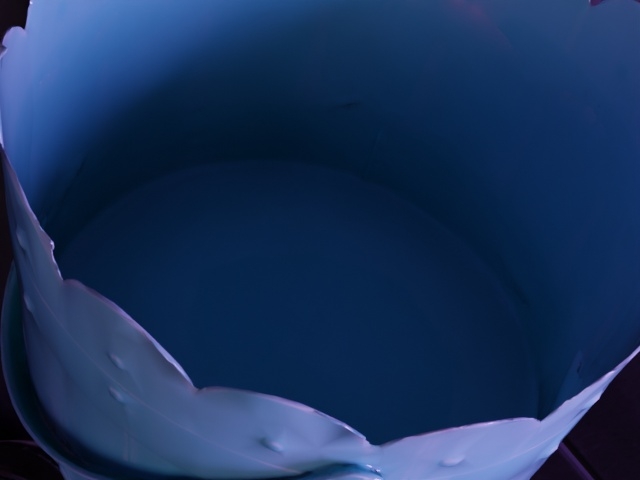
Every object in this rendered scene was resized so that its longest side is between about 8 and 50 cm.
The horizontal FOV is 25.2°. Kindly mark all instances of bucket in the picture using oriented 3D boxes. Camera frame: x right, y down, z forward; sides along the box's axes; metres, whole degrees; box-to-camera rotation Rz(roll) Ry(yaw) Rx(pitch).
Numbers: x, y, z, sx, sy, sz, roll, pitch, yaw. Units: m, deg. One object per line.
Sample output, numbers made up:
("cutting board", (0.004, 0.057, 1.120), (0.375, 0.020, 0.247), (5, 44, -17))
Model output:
("bucket", (0.000, 0.000, 0.582), (0.281, 0.281, 0.183), (0, 143, -14))

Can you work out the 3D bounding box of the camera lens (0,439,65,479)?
("camera lens", (-0.154, 0.265, 0.840), (0.219, 0.219, 0.274), (-24, 135, 10))
